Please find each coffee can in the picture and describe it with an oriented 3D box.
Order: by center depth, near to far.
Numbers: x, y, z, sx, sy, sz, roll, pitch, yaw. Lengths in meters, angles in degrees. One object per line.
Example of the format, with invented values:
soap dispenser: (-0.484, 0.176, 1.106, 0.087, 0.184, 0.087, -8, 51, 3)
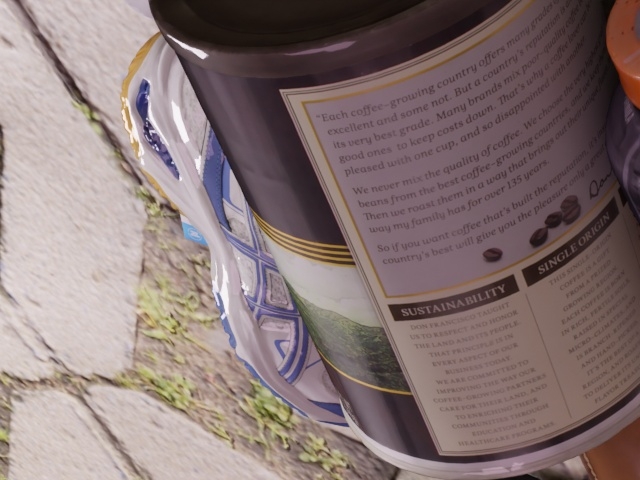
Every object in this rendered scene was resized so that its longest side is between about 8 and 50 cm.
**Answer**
coffee can: (0.059, -0.045, 0.948, 0.201, 0.201, 0.275, 5, 135, 35)

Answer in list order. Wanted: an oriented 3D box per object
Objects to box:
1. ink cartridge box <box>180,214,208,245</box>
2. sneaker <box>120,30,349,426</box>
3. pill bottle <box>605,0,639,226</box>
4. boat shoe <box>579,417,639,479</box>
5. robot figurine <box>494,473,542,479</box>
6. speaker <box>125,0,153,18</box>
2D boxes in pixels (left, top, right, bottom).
ink cartridge box: (-0.066, -0.032, 1.212, 0.048, 0.028, 0.083, 18, 140, 23)
sneaker: (0.000, 0.000, 1.126, 0.131, 0.112, 0.296, -5, 129, 42)
pill bottle: (0.212, -0.025, 0.878, 0.130, 0.130, 0.246, 5, 144, 36)
boat shoe: (0.240, 0.190, 1.152, 0.110, 0.104, 0.307, -19, 118, 49)
robot figurine: (0.121, 0.280, 1.290, 0.278, 0.173, 0.209, 19, 144, 22)
speaker: (-0.060, -0.169, 1.030, 0.055, 0.055, 0.136, 44, 144, -12)
